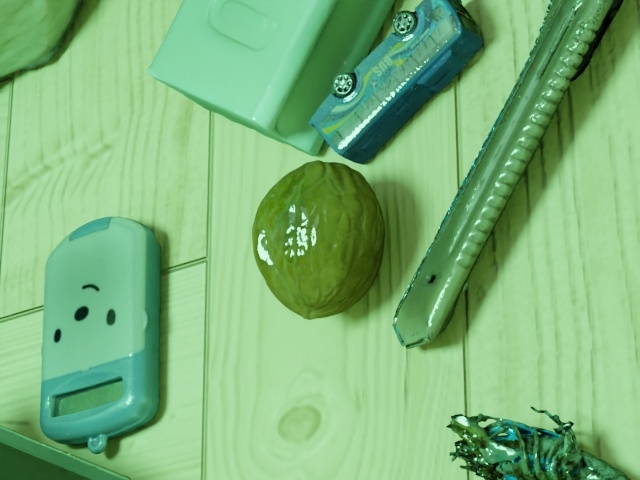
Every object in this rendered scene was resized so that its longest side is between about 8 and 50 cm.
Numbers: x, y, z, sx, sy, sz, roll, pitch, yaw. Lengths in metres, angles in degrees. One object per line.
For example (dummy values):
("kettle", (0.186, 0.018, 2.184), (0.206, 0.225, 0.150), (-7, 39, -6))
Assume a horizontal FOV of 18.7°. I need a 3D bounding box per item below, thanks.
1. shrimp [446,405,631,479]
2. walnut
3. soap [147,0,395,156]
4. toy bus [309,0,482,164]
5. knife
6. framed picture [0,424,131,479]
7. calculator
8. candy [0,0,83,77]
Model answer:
("shrimp", (0.160, 0.167, 1.336), (0.174, 0.076, 0.082), (27, 130, 38))
("walnut", (0.000, 0.000, 1.498), (0.105, 0.105, 0.124), (-3, 70, 38))
("soap", (-0.016, -0.220, 1.613), (0.160, 0.087, 0.265), (27, 89, 42))
("toy bus", (0.061, -0.129, 1.539), (0.153, 0.051, 0.061), (-44, 63, 15))
("knife", (0.148, -0.081, 1.457), (0.365, 0.043, 0.089), (-64, 15, 1))
("framed picture", (-0.291, 0.228, 1.566), (0.252, 0.014, 0.197), (21, 107, 7))
("calculator", (-0.186, 0.080, 1.653), (0.121, 0.039, 0.210), (-17, 62, 34))
("candy", (-0.385, -0.315, 1.893), (0.386, 0.186, 0.426), (-25, 53, 33))
